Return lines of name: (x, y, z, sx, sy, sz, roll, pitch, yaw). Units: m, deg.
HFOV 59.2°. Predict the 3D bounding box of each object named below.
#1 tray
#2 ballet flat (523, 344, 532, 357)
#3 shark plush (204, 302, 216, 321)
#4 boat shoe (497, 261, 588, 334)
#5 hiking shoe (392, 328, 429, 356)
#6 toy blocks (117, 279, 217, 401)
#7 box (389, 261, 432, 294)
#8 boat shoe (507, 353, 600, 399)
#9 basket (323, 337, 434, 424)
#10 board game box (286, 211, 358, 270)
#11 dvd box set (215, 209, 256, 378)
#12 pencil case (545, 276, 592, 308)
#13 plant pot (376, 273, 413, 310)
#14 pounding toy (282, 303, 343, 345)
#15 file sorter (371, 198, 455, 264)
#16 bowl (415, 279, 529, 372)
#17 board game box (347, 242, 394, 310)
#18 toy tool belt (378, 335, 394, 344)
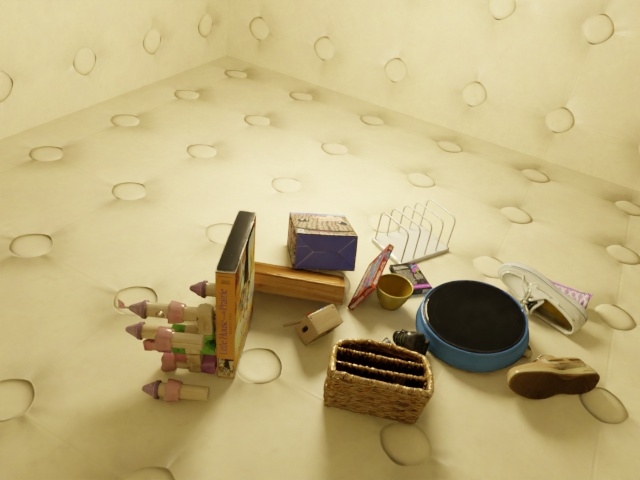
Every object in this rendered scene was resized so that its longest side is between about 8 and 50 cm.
tray: (-0.123, 0.139, 1.992, 0.412, 0.076, 0.203, 9, 6, 0)
ballet flat: (0.698, 0.345, 1.992, 0.058, 0.049, 0.173, 2, 36, -13)
shark plush: (-0.375, 0.231, 1.887, 0.162, 0.067, 0.073, 16, 36, 9)
boat shoe: (0.806, 0.228, 2.126, 0.367, 0.135, 0.157, 41, 48, 23)
hiking shoe: (0.280, 0.332, 1.820, 0.114, 0.227, 0.086, 13, 76, 22)
toy blocks: (-0.434, 0.271, 1.641, 0.260, 0.288, 0.308, 5, 37, 1)
box: (0.350, 0.148, 2.203, 0.116, 0.029, 0.162, -3, 39, -19)
boat shoe: (0.736, 0.435, 1.832, 0.342, 0.121, 0.110, 7, 30, -21)
basket: (0.172, 0.377, 1.648, 0.300, 0.223, 0.213, 11, 51, 4)
board game box: (0.000, 0.000, 2.157, 0.232, 0.140, 0.291, 3, 17, -9)
dvd box set: (-0.254, 0.164, 1.707, 0.062, 0.420, 0.307, 8, 35, 1)
pencil case: (0.947, 0.210, 2.204, 0.206, 0.088, 0.086, 20, 35, 16)
plant pot: (0.261, 0.199, 2.054, 0.135, 0.095, 0.134, 6, 35, -5)
pounding toy: (-0.027, 0.276, 1.865, 0.130, 0.141, 0.100, -21, 74, -36)
file sorter: (0.392, -0.042, 2.350, 0.278, 0.173, 0.193, -16, 42, -30)
bowl: (0.532, 0.283, 1.973, 0.392, 0.077, 0.391, 0, 38, 0)
board game box: (0.190, 0.132, 2.092, 0.027, 0.145, 0.281, 37, 38, -3)
toy tool belt: (0.211, 0.356, 1.865, 0.051, 0.052, 0.083, 13, 36, 19)
